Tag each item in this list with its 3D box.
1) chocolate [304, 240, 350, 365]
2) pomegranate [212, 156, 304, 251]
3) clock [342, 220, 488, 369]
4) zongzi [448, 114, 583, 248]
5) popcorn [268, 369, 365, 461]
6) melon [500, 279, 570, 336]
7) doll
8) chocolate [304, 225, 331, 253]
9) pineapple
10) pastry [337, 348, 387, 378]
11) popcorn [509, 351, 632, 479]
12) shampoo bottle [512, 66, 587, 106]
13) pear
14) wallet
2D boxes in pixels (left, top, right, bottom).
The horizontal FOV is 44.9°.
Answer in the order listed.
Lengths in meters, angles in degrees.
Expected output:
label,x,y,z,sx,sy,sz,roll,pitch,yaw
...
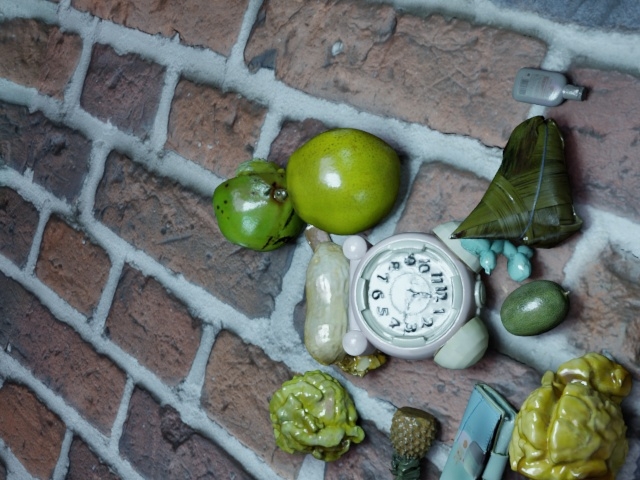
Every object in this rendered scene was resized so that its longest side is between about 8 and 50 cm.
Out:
label,x,y,z,sx,sy,sz,roll,pitch,yaw
chocolate,0.027,0.154,1.911,0.134,0.134,0.309,-12,71,37
pomegranate,-0.174,-0.079,2.137,0.260,0.260,0.341,70,153,19
clock,0.227,0.130,1.814,0.325,0.184,0.342,-4,86,22
zongzi,0.395,-0.124,1.666,0.138,0.300,0.286,138,126,-70
popcorn,-0.022,0.456,1.990,0.259,0.212,0.259,-7,80,45
melon,0.470,0.148,1.686,0.167,0.114,0.114,-32,67,32
doll,0.406,0.022,1.720,0.159,0.159,0.059,61,147,13
chocolate,0.000,0.000,2.118,0.064,0.031,0.101,-30,71,13
pineapple,0.198,0.543,1.865,0.130,0.119,0.277,12,95,19
pastry,0.073,0.245,1.991,0.154,0.102,0.250,-30,65,20
popcorn,0.503,0.379,1.555,0.225,0.265,0.332,24,82,42
shampoo bottle,0.515,-0.341,1.739,0.165,0.040,0.080,19,97,37
pear,0.062,-0.147,1.934,0.294,0.294,0.294,-4,84,38
wallet,0.353,0.467,1.737,0.176,0.075,0.250,-132,58,-71
